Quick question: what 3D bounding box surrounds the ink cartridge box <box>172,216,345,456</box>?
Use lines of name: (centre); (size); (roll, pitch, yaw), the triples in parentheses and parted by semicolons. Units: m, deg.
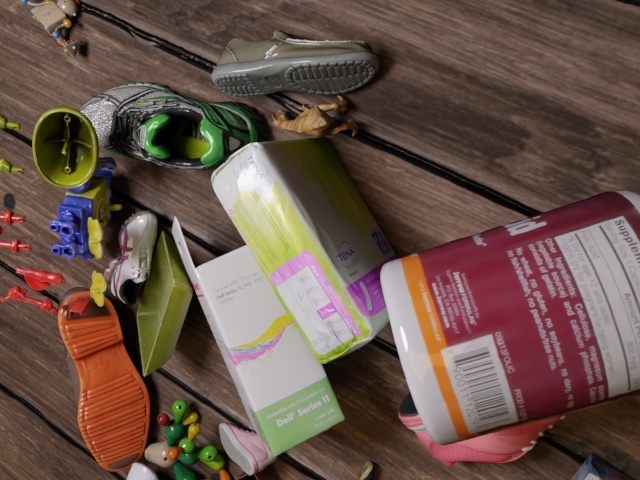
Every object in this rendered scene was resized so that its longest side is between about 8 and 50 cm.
ink cartridge box: (-0.104, 0.118, 0.932); (0.119, 0.207, 0.354); (-23, 91, -15)

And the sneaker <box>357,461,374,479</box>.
sneaker: (0.077, 0.402, 1.016); (0.036, 0.032, 0.083); (23, 115, 5)

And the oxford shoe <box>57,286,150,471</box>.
oxford shoe: (-0.415, 0.260, 1.179); (0.132, 0.129, 0.364); (11, 111, 60)

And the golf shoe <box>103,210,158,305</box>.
golf shoe: (-0.324, 0.031, 1.098); (0.086, 0.067, 0.186); (46, 123, 27)

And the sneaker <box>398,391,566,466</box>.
sneaker: (0.272, 0.238, 0.861); (0.313, 0.116, 0.136); (-24, 104, 31)

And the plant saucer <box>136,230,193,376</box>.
plant saucer: (-0.267, 0.107, 1.060); (0.189, 0.045, 0.188); (-69, 27, 20)

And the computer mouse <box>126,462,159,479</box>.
computer mouse: (-0.350, 0.505, 1.196); (0.106, 0.042, 0.193); (22, 129, 20)

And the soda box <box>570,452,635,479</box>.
soda box: (0.431, 0.373, 0.825); (0.183, 0.058, 0.063); (31, 112, 16)

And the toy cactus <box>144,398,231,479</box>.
toy cactus: (-0.264, 0.408, 1.144); (0.180, 0.112, 0.219); (-12, 104, 36)

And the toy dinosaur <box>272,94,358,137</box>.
toy dinosaur: (0.000, -0.167, 0.877); (0.211, 0.112, 0.064); (13, 119, 62)

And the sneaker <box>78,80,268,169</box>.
sneaker: (-0.264, -0.187, 0.987); (0.343, 0.146, 0.134); (9, 104, 24)

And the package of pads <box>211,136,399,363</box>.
package of pads: (0.000, 0.000, 0.855); (0.101, 0.229, 0.297); (-34, 85, 27)

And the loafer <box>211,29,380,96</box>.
loafer: (-0.038, -0.268, 0.890); (0.251, 0.094, 0.088); (1, 75, 14)

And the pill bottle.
pill bottle: (0.284, 0.074, 0.699); (0.391, 0.224, 0.224); (-18, 93, 9)

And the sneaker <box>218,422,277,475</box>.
sneaker: (-0.126, 0.362, 1.094); (0.134, 0.070, 0.051); (25, 123, 50)

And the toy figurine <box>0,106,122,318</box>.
toy figurine: (-0.432, -0.078, 1.044); (0.191, 0.217, 0.363); (5, 117, -2)

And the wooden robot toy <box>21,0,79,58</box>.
wooden robot toy: (-0.466, -0.405, 1.095); (0.079, 0.076, 0.173); (-41, 80, -10)

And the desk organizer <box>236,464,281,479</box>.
desk organizer: (-0.089, 0.458, 1.090); (0.047, 0.050, 0.130); (-35, 85, 27)
